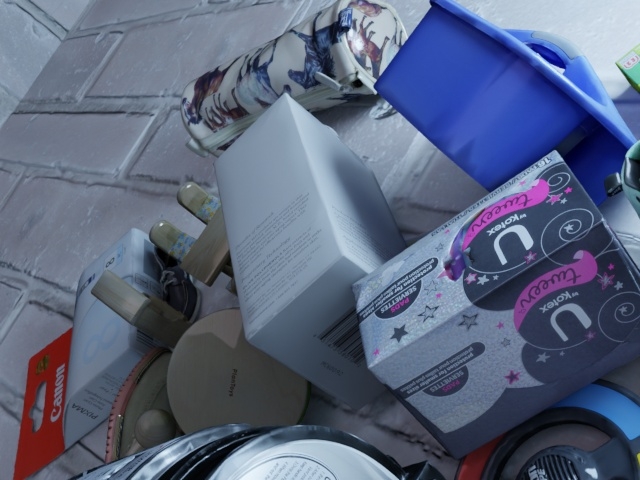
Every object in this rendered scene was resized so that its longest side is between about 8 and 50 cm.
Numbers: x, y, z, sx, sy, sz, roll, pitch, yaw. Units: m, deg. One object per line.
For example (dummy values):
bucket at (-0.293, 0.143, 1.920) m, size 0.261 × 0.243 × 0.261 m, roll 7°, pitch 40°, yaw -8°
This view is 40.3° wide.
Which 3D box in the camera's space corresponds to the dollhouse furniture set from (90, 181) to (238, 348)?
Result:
dollhouse furniture set at (-0.192, 0.031, 1.297) m, size 0.212 × 0.161 × 0.242 m, roll 27°, pitch 80°, yaw 40°

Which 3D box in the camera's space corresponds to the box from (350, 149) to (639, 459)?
box at (0.176, 0.064, 0.836) m, size 0.247 × 0.163 × 0.142 m, roll -35°, pitch 29°, yaw 14°

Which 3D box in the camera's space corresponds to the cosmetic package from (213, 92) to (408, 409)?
cosmetic package at (0.000, 0.000, 1.081) m, size 0.155 × 0.197 × 0.366 m, roll -42°, pitch 33°, yaw 16°

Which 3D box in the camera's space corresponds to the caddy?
caddy at (0.216, -0.154, 0.980) m, size 0.179 × 0.241 × 0.341 m, roll -50°, pitch 34°, yaw 12°

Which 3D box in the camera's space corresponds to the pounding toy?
pounding toy at (-0.105, 0.199, 1.112) m, size 0.183 × 0.110 × 0.237 m, roll 36°, pitch 94°, yaw 14°

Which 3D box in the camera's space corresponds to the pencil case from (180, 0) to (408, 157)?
pencil case at (-0.056, -0.261, 1.459) m, size 0.410 × 0.160 × 0.184 m, roll -18°, pitch 31°, yaw 38°

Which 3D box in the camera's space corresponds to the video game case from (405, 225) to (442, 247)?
video game case at (0.134, 0.068, 1.056) m, size 0.212 × 0.023 × 0.193 m, roll -23°, pitch 43°, yaw 36°

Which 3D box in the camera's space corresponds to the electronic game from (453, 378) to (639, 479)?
electronic game at (0.215, 0.229, 0.790) m, size 0.229 × 0.048 × 0.229 m, roll -30°, pitch 40°, yaw 28°

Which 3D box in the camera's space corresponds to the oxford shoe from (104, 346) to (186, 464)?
oxford shoe at (-0.211, 0.310, 1.170) m, size 0.146 × 0.141 × 0.397 m, roll -4°, pitch 45°, yaw 10°

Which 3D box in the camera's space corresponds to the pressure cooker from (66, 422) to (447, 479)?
pressure cooker at (-0.061, 0.345, 0.702) m, size 0.420 × 0.375 × 0.370 m, roll -30°, pitch 50°, yaw 38°

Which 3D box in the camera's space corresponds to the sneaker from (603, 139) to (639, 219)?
sneaker at (0.331, 0.018, 0.763) m, size 0.094 × 0.151 × 0.256 m, roll -33°, pitch 39°, yaw 22°

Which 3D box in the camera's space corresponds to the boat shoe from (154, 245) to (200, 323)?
boat shoe at (-0.249, 0.072, 1.454) m, size 0.075 × 0.065 × 0.206 m, roll -38°, pitch 36°, yaw 18°

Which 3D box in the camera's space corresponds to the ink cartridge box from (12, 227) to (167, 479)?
ink cartridge box at (-0.427, 0.197, 1.522) m, size 0.385 × 0.091 × 0.308 m, roll -37°, pitch 36°, yaw 18°

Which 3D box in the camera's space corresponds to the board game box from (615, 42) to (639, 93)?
board game box at (0.406, -0.170, 0.946) m, size 0.092 × 0.043 × 0.181 m, roll -39°, pitch 36°, yaw 17°
